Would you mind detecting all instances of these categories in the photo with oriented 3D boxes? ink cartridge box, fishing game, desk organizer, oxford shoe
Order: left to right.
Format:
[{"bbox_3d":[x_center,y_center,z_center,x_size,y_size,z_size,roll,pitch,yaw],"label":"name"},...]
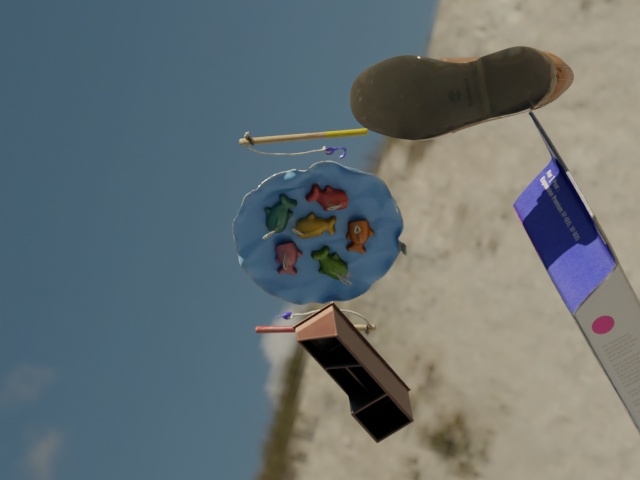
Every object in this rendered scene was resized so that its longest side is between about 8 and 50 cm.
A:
[{"bbox_3d":[0.000,0.000,1.955,0.041,0.189,0.264,-95,6,-57],"label":"fishing game"},{"bbox_3d":[0.032,0.123,1.676,0.130,0.047,0.050,49,-163,-29],"label":"desk organizer"},{"bbox_3d":[0.124,-0.128,1.593,0.076,0.212,0.076,-6,-87,-55],"label":"oxford shoe"},{"bbox_3d":[0.264,0.068,1.651,0.371,0.069,0.175,59,-174,-36],"label":"ink cartridge box"}]
